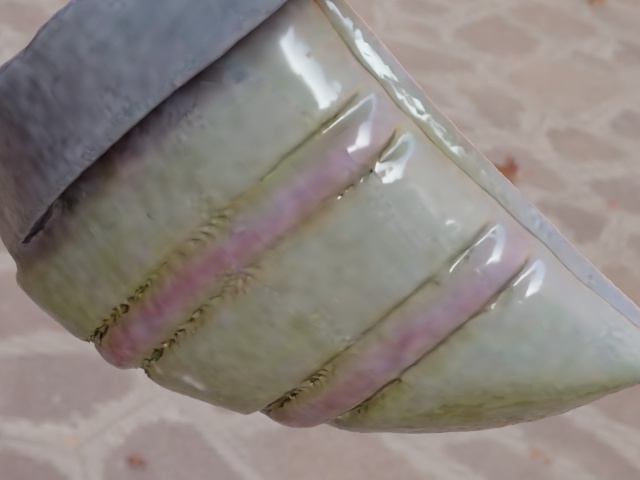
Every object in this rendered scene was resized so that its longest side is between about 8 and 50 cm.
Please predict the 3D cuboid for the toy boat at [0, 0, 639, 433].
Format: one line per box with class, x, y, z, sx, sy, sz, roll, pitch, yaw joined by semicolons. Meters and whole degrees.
toy boat;-0.028;-0.017;0.801;0.276;0.293;0.111;-18;17;26
